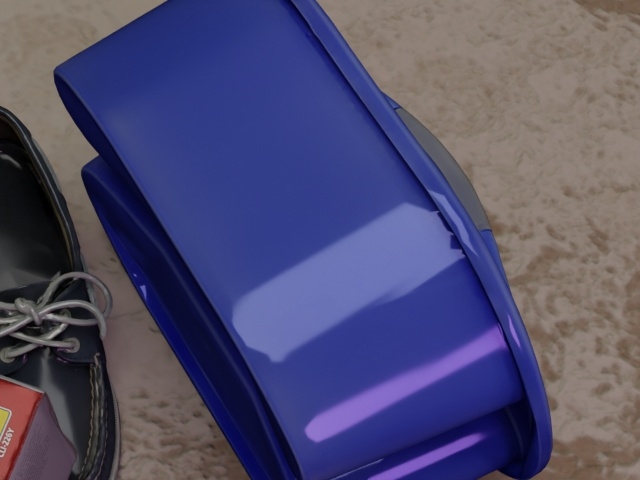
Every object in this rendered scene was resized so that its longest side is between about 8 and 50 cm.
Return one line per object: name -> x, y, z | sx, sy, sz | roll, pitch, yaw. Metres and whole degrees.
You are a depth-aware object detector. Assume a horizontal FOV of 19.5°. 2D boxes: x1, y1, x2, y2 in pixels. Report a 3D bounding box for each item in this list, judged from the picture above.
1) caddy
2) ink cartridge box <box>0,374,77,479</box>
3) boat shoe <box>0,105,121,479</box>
caddy -> 0.000, 0.000, 1.021 | 0.179, 0.241, 0.341 | -29, 67, -12
ink cartridge box -> -0.309, 0.189, 0.926 | 0.272, 0.130, 0.309 | 17, 70, 8
boat shoe -> -0.169, 0.038, 1.075 | 0.095, 0.079, 0.254 | -6, 62, -12
